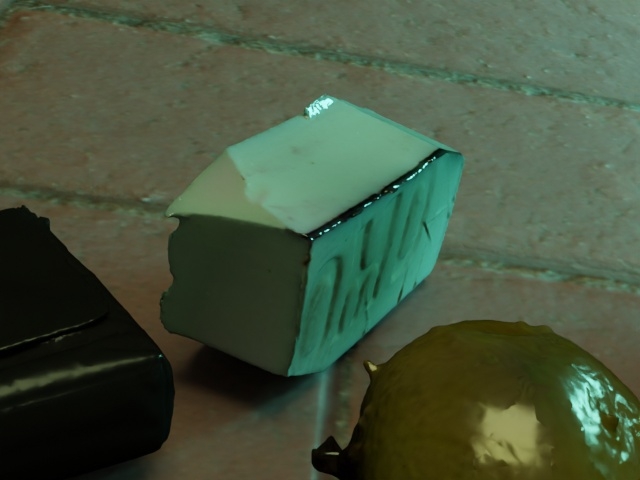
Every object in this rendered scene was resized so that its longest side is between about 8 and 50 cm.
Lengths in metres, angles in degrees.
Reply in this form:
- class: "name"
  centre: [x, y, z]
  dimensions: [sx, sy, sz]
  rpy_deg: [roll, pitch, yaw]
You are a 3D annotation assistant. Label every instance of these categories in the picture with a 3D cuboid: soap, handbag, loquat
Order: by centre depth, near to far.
- class: "loquat"
  centre: [0.099, 0.125, 0.653]
  dimensions: [0.204, 0.149, 0.172]
  rpy_deg: [20, 27, -5]
- class: "handbag"
  centre: [-0.230, 0.071, 0.722]
  dimensions: [0.247, 0.080, 0.223]
  rpy_deg: [-14, 32, -30]
- class: "soap"
  centre: [0.000, 0.000, 0.826]
  dimensions: [0.091, 0.145, 0.230]
  rpy_deg: [24, 35, 21]
